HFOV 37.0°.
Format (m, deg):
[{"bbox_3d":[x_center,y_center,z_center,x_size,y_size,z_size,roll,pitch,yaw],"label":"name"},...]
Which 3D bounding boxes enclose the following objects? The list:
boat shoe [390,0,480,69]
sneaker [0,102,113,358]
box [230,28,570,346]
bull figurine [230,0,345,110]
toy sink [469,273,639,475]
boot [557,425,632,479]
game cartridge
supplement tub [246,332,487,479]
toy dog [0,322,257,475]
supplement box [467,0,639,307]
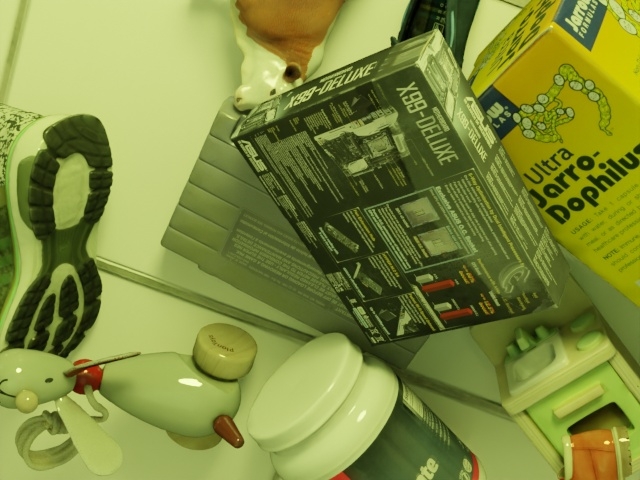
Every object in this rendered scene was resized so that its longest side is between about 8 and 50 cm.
[{"bbox_3d":[0.108,-0.217,1.085,0.109,0.089,0.258,18,104,34],"label":"boat shoe"},{"bbox_3d":[-0.384,0.005,1.225,0.182,0.158,0.410,29,114,29],"label":"sneaker"},{"bbox_3d":[0.085,-0.040,1.011,0.242,0.076,0.307,-18,117,37],"label":"box"},{"bbox_3d":[-0.037,-0.299,1.074,0.188,0.101,0.310,34,101,-1],"label":"bull figurine"},{"bbox_3d":[0.311,0.177,1.183,0.153,0.131,0.234,-35,102,15],"label":"toy sink"},{"bbox_3d":[0.325,0.295,1.133,0.085,0.059,0.157,-6,103,9],"label":"boot"},{"bbox_3d":[0.000,0.000,1.169,0.355,0.068,0.230,28,129,-4],"label":"game cartridge"},{"bbox_3d":[0.060,0.266,1.194,0.191,0.191,0.272,-39,108,16],"label":"supplement tub"},{"bbox_3d":[-0.223,0.208,1.184,0.334,0.161,0.220,-14,123,-19],"label":"toy dog"},{"bbox_3d":[0.334,-0.101,1.021,0.357,0.194,0.195,37,135,-7],"label":"supplement box"}]
